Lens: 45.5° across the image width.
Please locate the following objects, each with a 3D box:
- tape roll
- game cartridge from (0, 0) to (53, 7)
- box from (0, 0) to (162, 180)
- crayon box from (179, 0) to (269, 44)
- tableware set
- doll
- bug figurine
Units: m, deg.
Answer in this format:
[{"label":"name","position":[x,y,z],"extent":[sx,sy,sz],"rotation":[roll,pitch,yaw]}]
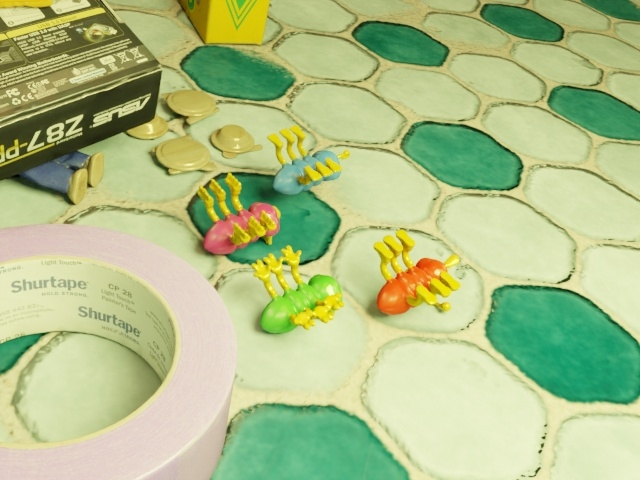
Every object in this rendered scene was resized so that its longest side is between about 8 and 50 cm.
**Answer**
[{"label":"tape roll","position":[-0.204,0.105,0.578],"extent":[0.274,0.090,0.275],"rotation":[8,37,-6]},{"label":"game cartridge","position":[-0.466,-0.332,0.769],"extent":[0.323,0.053,0.285],"rotation":[-10,59,-28]},{"label":"box","position":[-0.413,-0.189,0.770],"extent":[0.394,0.097,0.318],"rotation":[-31,72,-32]},{"label":"crayon box","position":[-0.170,-0.535,1.213],"extent":[0.106,0.313,0.363],"rotation":[-4,40,-26]},{"label":"tableware set","position":[-0.165,-0.137,0.952],"extent":[0.141,0.020,0.168],"rotation":[-25,52,-36]},{"label":"doll","position":[-0.338,-0.093,0.824],"extent":[0.188,0.046,0.129],"rotation":[18,37,6]},{"label":"bug figurine","position":[0.000,0.000,0.783],"extent":[0.216,0.072,0.279],"rotation":[-22,54,-28]}]
